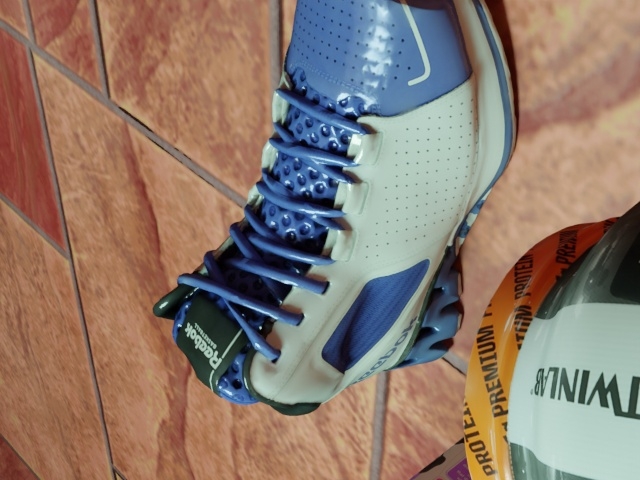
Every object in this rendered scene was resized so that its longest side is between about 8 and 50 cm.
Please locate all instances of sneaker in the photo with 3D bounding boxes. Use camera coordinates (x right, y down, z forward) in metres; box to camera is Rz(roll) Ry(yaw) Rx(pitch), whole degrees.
[{"bbox_3d":[0.000,0.001,0.611,0.127,0.182,0.315,35,142,32],"label":"sneaker"}]

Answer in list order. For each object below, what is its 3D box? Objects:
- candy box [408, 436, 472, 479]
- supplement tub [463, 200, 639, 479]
[{"bbox_3d":[0.076,0.204,0.662,0.070,0.196,0.165,42,146,27],"label":"candy box"},{"bbox_3d":[0.218,0.070,0.335,0.338,0.207,0.207,-1,115,55],"label":"supplement tub"}]
